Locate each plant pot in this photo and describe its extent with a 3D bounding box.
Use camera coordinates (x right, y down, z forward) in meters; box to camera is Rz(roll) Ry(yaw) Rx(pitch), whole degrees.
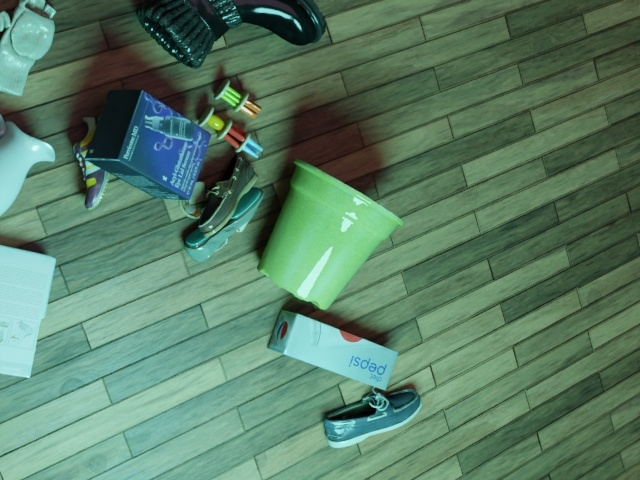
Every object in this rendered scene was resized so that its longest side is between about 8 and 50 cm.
[{"bbox_3d":[0.000,0.000,1.952,0.276,0.276,0.254,31,90,-25],"label":"plant pot"}]

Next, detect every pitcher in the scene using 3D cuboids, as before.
[{"bbox_3d":[-0.635,-0.142,1.696,0.177,0.125,0.207,38,64,-2],"label":"pitcher"}]

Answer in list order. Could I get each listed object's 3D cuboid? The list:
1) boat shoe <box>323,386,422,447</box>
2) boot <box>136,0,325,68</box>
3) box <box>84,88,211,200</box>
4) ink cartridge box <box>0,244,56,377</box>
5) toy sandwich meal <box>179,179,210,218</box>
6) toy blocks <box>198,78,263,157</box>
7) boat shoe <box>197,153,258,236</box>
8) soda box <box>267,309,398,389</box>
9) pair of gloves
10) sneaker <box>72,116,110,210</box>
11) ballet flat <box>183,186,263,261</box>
[{"bbox_3d":[0.122,0.399,2.112,0.254,0.095,0.079,-18,112,-16],"label":"boat shoe"},{"bbox_3d":[-0.183,-0.454,1.884,0.348,0.131,0.260,34,71,-13],"label":"boot"},{"bbox_3d":[-0.339,-0.186,1.792,0.207,0.108,0.153,29,72,-49],"label":"box"},{"bbox_3d":[-0.660,0.119,1.697,0.275,0.060,0.239,15,77,-27],"label":"ink cartridge box"},{"bbox_3d":[-0.262,-0.088,1.924,0.085,0.029,0.086,-2,93,-27],"label":"toy sandwich meal"},{"bbox_3d":[-0.173,-0.258,1.946,0.148,0.054,0.123,34,78,-24],"label":"toy blocks"},{"bbox_3d":[-0.208,-0.098,1.906,0.073,0.073,0.207,54,44,-28],"label":"boat shoe"},{"bbox_3d":[0.031,0.250,2.055,0.286,0.091,0.098,24,82,-26],"label":"soda box"},{"bbox_3d":[-0.617,-0.408,1.692,0.240,0.042,0.204,33,77,-42],"label":"pair of gloves"},{"bbox_3d":[-0.461,-0.155,1.806,0.083,0.069,0.186,15,79,-18],"label":"sneaker"},{"bbox_3d":[-0.203,-0.033,1.947,0.213,0.072,0.068,-40,136,-19],"label":"ballet flat"}]
